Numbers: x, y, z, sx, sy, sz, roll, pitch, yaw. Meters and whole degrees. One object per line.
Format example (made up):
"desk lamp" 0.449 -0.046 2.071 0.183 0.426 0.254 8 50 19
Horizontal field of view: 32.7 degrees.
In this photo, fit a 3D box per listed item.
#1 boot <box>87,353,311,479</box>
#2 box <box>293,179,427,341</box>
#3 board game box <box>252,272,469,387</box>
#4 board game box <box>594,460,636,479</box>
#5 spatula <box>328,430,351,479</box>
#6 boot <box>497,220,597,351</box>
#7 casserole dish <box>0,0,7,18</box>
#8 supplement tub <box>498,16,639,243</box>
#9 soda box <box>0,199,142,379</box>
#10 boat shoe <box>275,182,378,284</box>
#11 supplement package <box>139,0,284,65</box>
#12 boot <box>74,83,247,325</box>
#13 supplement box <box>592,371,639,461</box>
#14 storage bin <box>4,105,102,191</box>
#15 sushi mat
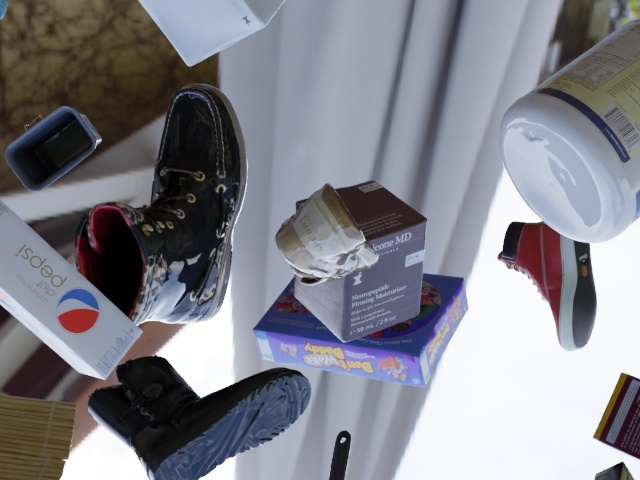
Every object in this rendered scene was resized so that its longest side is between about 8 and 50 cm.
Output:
"boot" -0.164 0.203 1.434 0.246 0.094 0.207 -31 -140 -20
"box" 0.065 0.033 1.887 0.168 0.203 0.167 -18 -143 -28
"board game box" 0.078 0.150 2.088 0.347 0.078 0.233 7 -142 29
"board game box" 0.395 0.379 1.380 0.048 0.141 0.170 -34 -179 24
"spatula" 0.022 0.467 1.845 0.084 0.296 0.030 -1 159 27
"boot" 0.407 0.081 1.999 0.176 0.244 0.088 -6 175 43
"casserole dish" -0.483 -0.312 1.343 0.188 0.114 0.037 10 -174 -16
"supplement tub" 0.441 -0.172 1.543 0.325 0.235 0.235 -35 -143 -19
"soda box" -0.294 0.053 1.148 0.074 0.216 0.069 1 -132 54
"boat shoe" 0.000 0.000 1.514 0.110 0.121 0.341 -34 169 1
"supplement package" -0.089 -0.273 1.077 0.105 0.105 0.179 -19 -151 35
"boot" -0.233 -0.045 1.606 0.138 0.377 0.284 10 -171 20
"supplement box" 0.482 0.265 1.477 0.188 0.104 0.081 22 174 35
"storage bin" -0.411 -0.150 1.700 0.135 0.098 0.091 -35 -176 8
"sushi mat" -0.403 0.198 1.057 0.316 0.019 0.151 8 -142 -2
